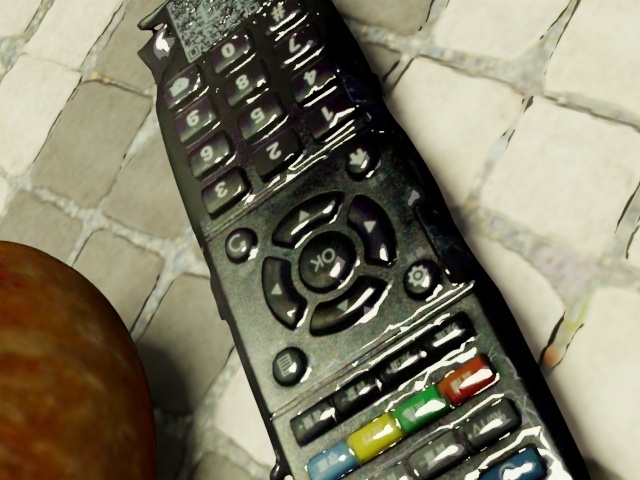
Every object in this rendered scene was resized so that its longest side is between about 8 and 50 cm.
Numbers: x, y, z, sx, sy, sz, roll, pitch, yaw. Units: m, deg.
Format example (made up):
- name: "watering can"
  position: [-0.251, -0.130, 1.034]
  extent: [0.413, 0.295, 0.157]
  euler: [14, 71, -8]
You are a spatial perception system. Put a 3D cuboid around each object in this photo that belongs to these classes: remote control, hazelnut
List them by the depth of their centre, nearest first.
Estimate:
- name: "hazelnut"
  position: [-0.188, 0.113, 0.544]
  extent: [0.218, 0.218, 0.234]
  euler: [26, 71, 38]
- name: "remote control"
  position: [0.000, 0.000, 0.573]
  extent: [0.144, 0.062, 0.399]
  euler: [-35, 55, 16]
